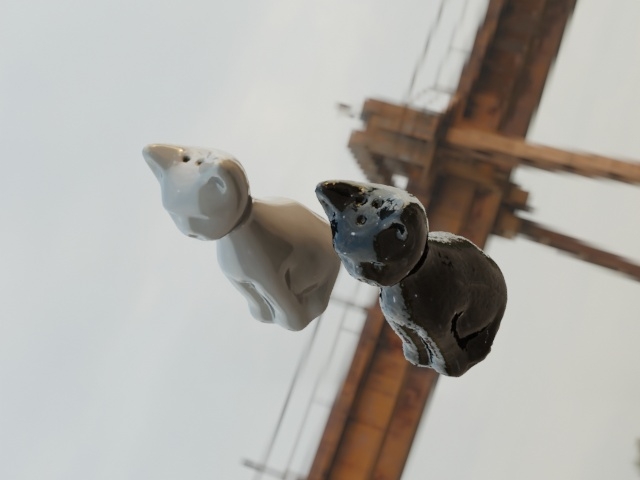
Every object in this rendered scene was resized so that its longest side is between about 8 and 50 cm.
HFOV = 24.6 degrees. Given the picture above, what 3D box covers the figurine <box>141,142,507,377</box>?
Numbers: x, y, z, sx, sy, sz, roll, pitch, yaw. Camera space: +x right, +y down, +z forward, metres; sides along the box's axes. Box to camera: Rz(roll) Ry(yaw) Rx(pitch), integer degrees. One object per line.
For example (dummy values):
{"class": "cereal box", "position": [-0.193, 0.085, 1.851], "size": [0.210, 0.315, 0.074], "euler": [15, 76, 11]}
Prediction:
{"class": "figurine", "position": [0.000, 0.000, 0.986], "size": [0.092, 0.214, 0.209], "euler": [-69, -26, -15]}
